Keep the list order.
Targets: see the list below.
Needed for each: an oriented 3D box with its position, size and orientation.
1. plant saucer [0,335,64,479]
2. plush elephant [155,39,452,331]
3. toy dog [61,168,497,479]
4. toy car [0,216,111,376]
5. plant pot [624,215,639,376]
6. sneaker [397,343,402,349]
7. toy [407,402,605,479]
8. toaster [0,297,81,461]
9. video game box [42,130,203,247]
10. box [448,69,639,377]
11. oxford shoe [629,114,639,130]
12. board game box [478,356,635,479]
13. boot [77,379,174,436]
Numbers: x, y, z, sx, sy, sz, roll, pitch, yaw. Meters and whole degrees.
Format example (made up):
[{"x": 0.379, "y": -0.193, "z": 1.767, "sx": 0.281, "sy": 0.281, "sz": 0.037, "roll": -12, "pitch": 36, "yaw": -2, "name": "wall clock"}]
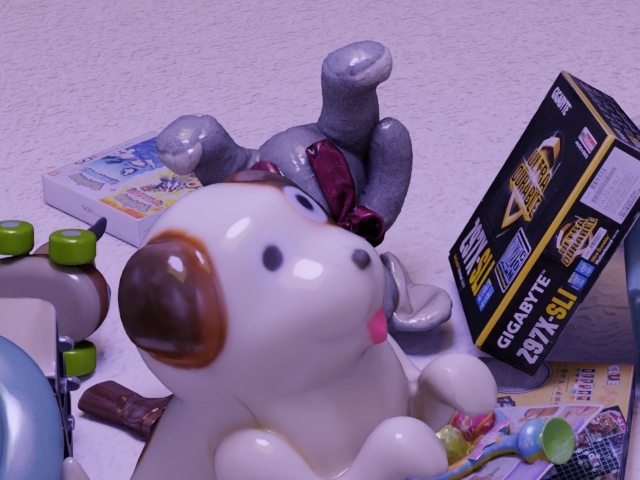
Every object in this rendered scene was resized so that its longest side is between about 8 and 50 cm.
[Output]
[{"x": -0.380, "y": 0.211, "z": 1.701, "sx": 0.318, "sy": 0.043, "sz": 0.317, "roll": -11, "pitch": 60, "yaw": 19, "name": "plant saucer"}, {"x": 0.000, "y": 0.000, "z": 2.074, "sx": 0.272, "sy": 0.330, "sz": 0.255, "roll": -20, "pitch": 52, "yaw": -4, "name": "plush elephant"}, {"x": -0.041, "y": 0.141, "z": 1.600, "sx": 0.395, "sy": 0.407, "sz": 0.284, "roll": 16, "pitch": 32, "yaw": 32, "name": "toy dog"}, {"x": -0.276, "y": 0.046, "z": 2.117, "sx": 0.149, "sy": 0.155, "sz": 0.188, "roll": 8, "pitch": 17, "yaw": 21, "name": "toy car"}, {"x": 0.438, "y": 0.033, "z": 1.963, "sx": 0.247, "sy": 0.247, "sz": 0.252, "roll": 13, "pitch": 49, "yaw": 28, "name": "plant pot"}, {"x": -0.014, "y": 0.188, "z": 1.878, "sx": 0.125, "sy": 0.104, "sz": 0.262, "roll": -6, "pitch": 17, "yaw": 35, "name": "sneaker"}, {"x": 0.135, "y": 0.181, "z": 1.776, "sx": 0.237, "sy": 0.056, "sz": 0.137, "roll": -5, "pitch": 29, "yaw": 48, "name": "toy"}, {"x": -0.333, "y": 0.145, "z": 1.868, "sx": 0.186, "sy": 0.168, "sz": 0.110, "roll": 0, "pitch": 55, "yaw": -1, "name": "toaster"}, {"x": -0.222, "y": -0.069, "z": 2.430, "sx": 0.187, "sy": 0.048, "sz": 0.205, "roll": -28, "pitch": 36, "yaw": -35, "name": "video game box"}, {"x": 0.242, "y": -0.026, "z": 2.016, "sx": 0.079, "sy": 0.257, "sz": 0.322, "roll": 27, "pitch": 15, "yaw": -9, "name": "box"}, {"x": 0.499, "y": -0.102, "z": 2.344, "sx": 0.449, "sy": 0.169, "sz": 0.130, "roll": -15, "pitch": 70, "yaw": -38, "name": "oxford shoe"}, {"x": 0.219, "y": 0.196, "z": 1.864, "sx": 0.165, "sy": 0.042, "sz": 0.243, "roll": 3, "pitch": 28, "yaw": 13, "name": "board game box"}, {"x": -0.184, "y": 0.163, "z": 1.987, "sx": 0.114, "sy": 0.037, "sz": 0.106, "roll": 14, "pitch": 29, "yaw": 39, "name": "boot"}]
